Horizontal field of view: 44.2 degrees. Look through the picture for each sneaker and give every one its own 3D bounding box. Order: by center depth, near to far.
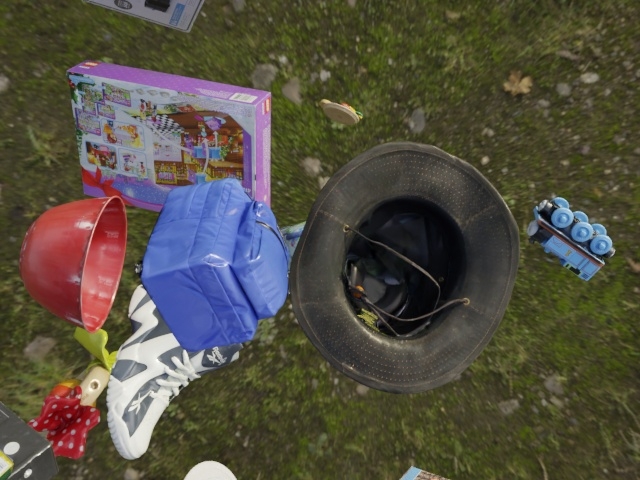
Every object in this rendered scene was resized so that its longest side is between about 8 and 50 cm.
[{"bbox_3d":[-0.181,0.167,1.029,0.153,0.094,0.235,-1,54,10],"label":"sneaker"}]

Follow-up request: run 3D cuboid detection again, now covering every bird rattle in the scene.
[{"bbox_3d":[-0.399,0.271,1.309,0.143,0.254,0.207,34,133,-17],"label":"bird rattle"}]

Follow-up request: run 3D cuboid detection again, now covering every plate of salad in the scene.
[{"bbox_3d":[-0.220,0.541,1.561,0.048,0.200,0.200,-19,90,30],"label":"plate of salad"}]

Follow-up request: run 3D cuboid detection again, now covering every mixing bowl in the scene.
[{"bbox_3d":[-0.324,0.023,1.020,0.098,0.181,0.182,11,91,0],"label":"mixing bowl"}]

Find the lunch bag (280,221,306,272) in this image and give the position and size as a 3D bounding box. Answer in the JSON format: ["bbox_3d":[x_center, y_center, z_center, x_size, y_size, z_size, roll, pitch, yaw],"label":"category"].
[{"bbox_3d":[0.000,0.000,1.538,0.176,0.219,0.090,-17,92,-17],"label":"lunch bag"}]

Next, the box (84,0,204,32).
[{"bbox_3d":[-0.303,-0.408,1.120,0.289,0.169,0.087,14,75,-19],"label":"box"}]

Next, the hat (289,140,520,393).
[{"bbox_3d":[0.107,0.038,1.086,0.331,0.134,0.332,1,86,-10],"label":"hat"}]

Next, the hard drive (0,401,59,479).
[{"bbox_3d":[-0.500,0.289,0.867,0.236,0.339,0.064,25,132,28],"label":"hard drive"}]

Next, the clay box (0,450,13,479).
[{"bbox_3d":[-0.392,0.167,0.674,0.222,0.053,0.127,43,55,3],"label":"clay box"}]

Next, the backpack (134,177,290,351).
[{"bbox_3d":[-0.076,0.012,0.613,0.101,0.120,0.098,-10,128,7],"label":"backpack"}]

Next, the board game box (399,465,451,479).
[{"bbox_3d":[0.265,0.574,1.410,0.141,0.291,0.232,-37,118,-36],"label":"board game box"}]

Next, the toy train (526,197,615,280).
[{"bbox_3d":[0.498,-0.005,1.578,0.184,0.080,0.105,33,115,-9],"label":"toy train"}]

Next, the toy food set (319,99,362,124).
[{"bbox_3d":[0.042,-0.262,1.612,0.082,0.083,0.020,34,73,-39],"label":"toy food set"}]

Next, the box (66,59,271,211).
[{"bbox_3d":[-0.214,-0.135,1.130,0.293,0.057,0.201,13,124,16],"label":"box"}]
